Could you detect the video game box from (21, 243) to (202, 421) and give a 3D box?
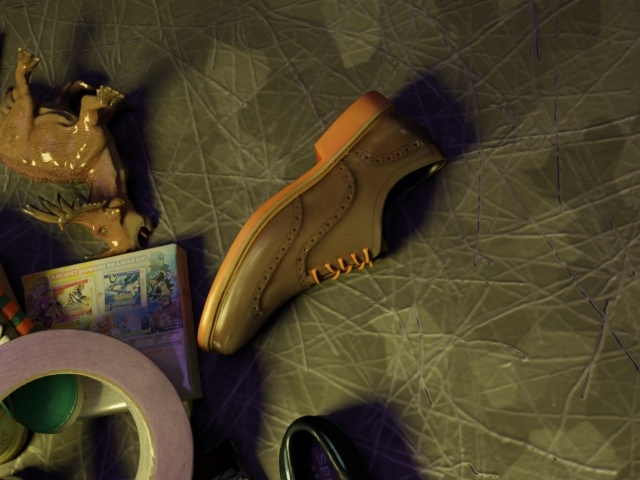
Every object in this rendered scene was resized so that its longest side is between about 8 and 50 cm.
[{"bbox_3d":[-0.253,0.115,1.347,0.205,0.048,0.187,-11,75,11],"label":"video game box"}]

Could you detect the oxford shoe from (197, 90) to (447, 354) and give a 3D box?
[{"bbox_3d":[0.000,0.000,1.281,0.133,0.130,0.363,37,86,13],"label":"oxford shoe"}]

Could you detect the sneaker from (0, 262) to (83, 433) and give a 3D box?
[{"bbox_3d":[-0.395,0.105,1.302,0.108,0.121,0.302,-47,65,7],"label":"sneaker"}]

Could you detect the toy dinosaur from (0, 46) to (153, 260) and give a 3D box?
[{"bbox_3d":[-0.335,-0.111,1.395,0.296,0.127,0.200,25,89,24],"label":"toy dinosaur"}]

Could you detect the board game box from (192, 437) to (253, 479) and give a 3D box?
[{"bbox_3d":[-0.184,0.348,1.277,0.260,0.030,0.136,-30,72,4],"label":"board game box"}]

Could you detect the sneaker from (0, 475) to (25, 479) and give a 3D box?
[{"bbox_3d":[-0.407,0.406,1.249,0.102,0.146,0.293,1,75,13],"label":"sneaker"}]

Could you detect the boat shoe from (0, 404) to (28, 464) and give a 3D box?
[{"bbox_3d":[-0.473,0.159,1.363,0.285,0.089,0.104,36,86,20],"label":"boat shoe"}]

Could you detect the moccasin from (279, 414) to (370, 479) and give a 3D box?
[{"bbox_3d":[0.021,0.352,1.180,0.138,0.117,0.342,-27,70,5],"label":"moccasin"}]

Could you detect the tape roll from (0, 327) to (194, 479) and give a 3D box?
[{"bbox_3d":[-0.278,0.232,1.202,0.275,0.090,0.274,2,84,-18],"label":"tape roll"}]
